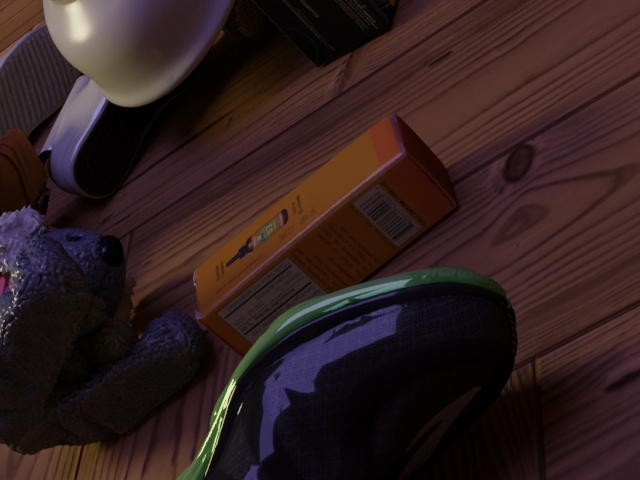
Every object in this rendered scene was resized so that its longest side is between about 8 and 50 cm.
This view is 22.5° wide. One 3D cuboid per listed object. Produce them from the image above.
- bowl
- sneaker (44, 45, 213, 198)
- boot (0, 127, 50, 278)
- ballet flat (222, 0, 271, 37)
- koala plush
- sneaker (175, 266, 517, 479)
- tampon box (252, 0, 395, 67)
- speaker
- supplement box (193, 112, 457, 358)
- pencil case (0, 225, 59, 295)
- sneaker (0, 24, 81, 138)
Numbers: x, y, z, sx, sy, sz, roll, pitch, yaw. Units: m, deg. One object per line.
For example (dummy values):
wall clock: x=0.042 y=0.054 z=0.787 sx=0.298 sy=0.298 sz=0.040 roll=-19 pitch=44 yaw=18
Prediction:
bowl: x=-0.214 y=-0.304 z=1.731 sx=0.298 sy=0.134 sz=0.298 roll=-23 pitch=58 yaw=42
sneaker: x=-0.234 y=-0.183 z=1.891 sx=0.123 sy=0.106 sz=0.290 roll=10 pitch=62 yaw=55
boot: x=-0.360 y=-0.067 z=1.760 sx=0.109 sy=0.283 sz=0.220 roll=6 pitch=36 yaw=14
ballet flat: x=-0.059 y=-0.403 z=1.911 sx=0.182 sy=0.164 sz=0.483 roll=-20 pitch=31 yaw=6
koala plush: x=-0.239 y=0.066 z=1.501 sx=0.203 sy=0.196 sz=0.221 roll=-46 pitch=30 yaw=22
sneaker: x=-0.028 y=0.222 z=1.064 sx=0.483 sy=0.185 sz=0.202 roll=-48 pitch=46 yaw=4
tampon box: x=0.012 y=-0.288 z=1.675 sx=0.101 sy=0.120 sz=0.161 roll=-25 pitch=35 yaw=36
speaker: x=-0.298 y=-0.140 z=1.979 sx=0.055 sy=0.055 sz=0.136 roll=-21 pitch=37 yaw=39
supplement box: x=0.000 y=0.000 z=1.369 sx=0.233 sy=0.080 sz=0.078 roll=-36 pitch=29 yaw=15
pencil case: x=-0.327 y=0.086 z=1.694 sx=0.098 sy=0.095 sz=0.209 roll=-18 pitch=36 yaw=51
sneaker: x=-0.440 y=-0.176 z=2.175 sx=0.282 sy=0.102 sz=0.161 roll=-56 pitch=26 yaw=-17
